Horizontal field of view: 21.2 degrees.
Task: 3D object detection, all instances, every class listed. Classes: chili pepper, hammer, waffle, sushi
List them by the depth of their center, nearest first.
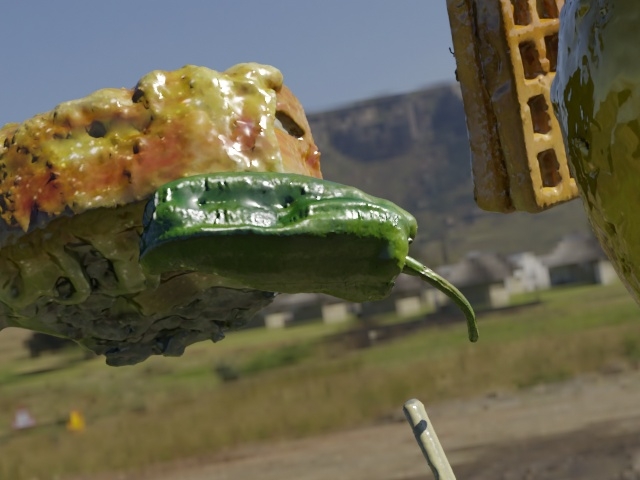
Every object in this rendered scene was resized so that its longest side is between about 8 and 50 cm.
[{"bbox_3d":[0.090,0.166,0.959,0.028,0.195,0.060,0,-37,-36],"label":"hammer"},{"bbox_3d":[0.000,-0.001,0.978,0.204,0.072,0.073,8,-28,-6],"label":"chili pepper"},{"bbox_3d":[-0.130,-0.014,1.145,0.274,0.139,0.184,-13,-33,-4],"label":"sushi"},{"bbox_3d":[0.245,-0.204,1.898,0.224,0.328,0.098,-17,11,-42],"label":"waffle"}]

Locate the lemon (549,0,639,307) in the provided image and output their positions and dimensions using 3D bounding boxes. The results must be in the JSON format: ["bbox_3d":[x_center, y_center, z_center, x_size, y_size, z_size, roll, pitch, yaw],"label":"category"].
[{"bbox_3d":[0.241,-0.059,0.817,0.260,0.284,0.260,2,5,0],"label":"lemon"}]
